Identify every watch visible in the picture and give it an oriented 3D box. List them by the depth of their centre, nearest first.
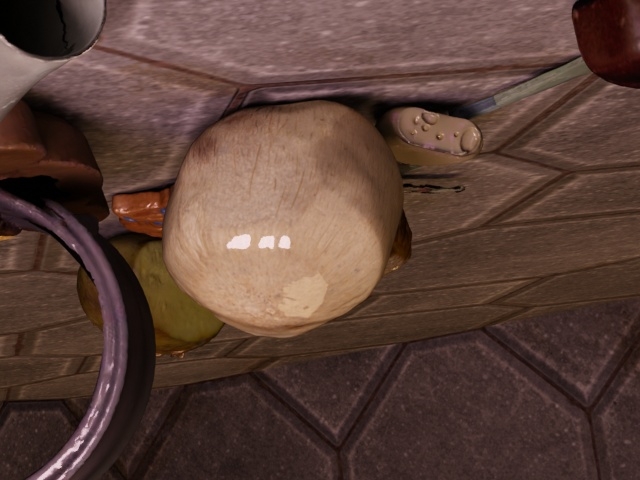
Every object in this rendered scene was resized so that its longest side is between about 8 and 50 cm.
[{"bbox_3d":[-0.312,0.074,1.255,0.335,0.326,0.314,-8,170,2],"label":"watch"}]

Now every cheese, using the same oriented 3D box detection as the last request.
[{"bbox_3d":[0.083,-0.091,1.452,0.097,0.037,0.192,13,173,-13],"label":"cheese"}]

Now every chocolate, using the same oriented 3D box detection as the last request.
[{"bbox_3d":[0.248,-0.151,1.123,0.125,0.080,0.149,-11,171,18],"label":"chocolate"}]

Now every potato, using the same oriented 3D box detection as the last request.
[{"bbox_3d":[-0.203,0.069,1.868,0.176,0.141,0.298,2,173,8],"label":"potato"}]

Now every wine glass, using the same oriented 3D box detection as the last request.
[{"bbox_3d":[-0.223,-0.109,0.922,0.103,0.103,0.231,1,164,-42],"label":"wine glass"}]

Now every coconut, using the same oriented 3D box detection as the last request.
[{"bbox_3d":[-0.033,-0.026,1.337,0.224,0.224,0.224,-8,171,-1],"label":"coconut"}]

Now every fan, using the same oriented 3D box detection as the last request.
[{"bbox_3d":[0.183,-0.136,1.357,0.038,0.016,0.193,4,164,-42],"label":"fan"}]

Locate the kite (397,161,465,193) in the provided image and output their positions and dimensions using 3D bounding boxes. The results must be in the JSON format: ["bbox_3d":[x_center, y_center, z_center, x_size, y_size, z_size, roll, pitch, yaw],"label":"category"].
[{"bbox_3d":[0.022,-0.060,1.676,0.314,0.011,0.335,1,169,-34],"label":"kite"}]

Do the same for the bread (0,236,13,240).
[{"bbox_3d":[-0.347,-0.021,1.494,0.074,0.053,0.132,5,166,-45],"label":"bread"}]

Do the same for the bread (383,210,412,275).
[{"bbox_3d":[0.000,0.000,1.625,0.181,0.096,0.222,-22,166,10],"label":"bread"}]

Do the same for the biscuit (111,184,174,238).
[{"bbox_3d":[-0.139,-0.029,1.664,0.183,0.043,0.280,1,167,-14],"label":"biscuit"}]
